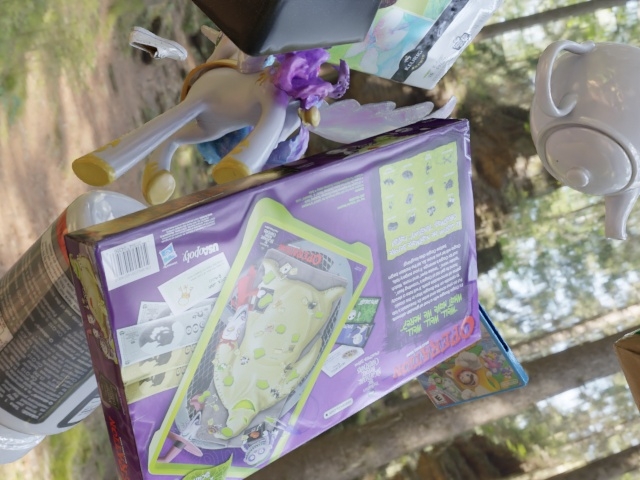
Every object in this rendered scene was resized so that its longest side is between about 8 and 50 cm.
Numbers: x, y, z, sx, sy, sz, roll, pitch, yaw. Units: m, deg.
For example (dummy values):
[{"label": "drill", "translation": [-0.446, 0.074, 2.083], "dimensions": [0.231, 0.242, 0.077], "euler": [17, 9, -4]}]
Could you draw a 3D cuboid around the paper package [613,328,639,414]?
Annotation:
[{"label": "paper package", "translation": [0.517, 0.242, 1.028], "dimensions": [0.325, 0.168, 0.309], "euler": [17, 51, -62]}]

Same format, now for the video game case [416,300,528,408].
[{"label": "video game case", "translation": [0.134, 0.106, 0.900], "dimensions": [0.119, 0.015, 0.166], "euler": [-25, -74, 37]}]

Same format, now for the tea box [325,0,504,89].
[{"label": "tea box", "translation": [0.122, -0.452, 1.304], "dimensions": [0.329, 0.324, 0.220], "euler": [-52, -128, 32]}]

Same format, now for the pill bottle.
[{"label": "pill bottle", "translation": [-0.342, 0.122, 1.081], "dimensions": [0.210, 0.363, 0.210], "euler": [42, 18, -17]}]

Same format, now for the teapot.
[{"label": "teapot", "translation": [0.413, -0.160, 1.232], "dimensions": [0.256, 0.187, 0.252], "euler": [32, -27, 8]}]

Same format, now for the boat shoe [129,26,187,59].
[{"label": "boat shoe", "translation": [-0.262, -0.308, 1.328], "dimensions": [0.035, 0.100, 0.035], "euler": [-19, -123, 48]}]

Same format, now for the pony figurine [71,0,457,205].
[{"label": "pony figurine", "translation": [-0.056, -0.170, 0.952], "dimensions": [0.363, 0.351, 0.302], "euler": [-63, 145, -37]}]

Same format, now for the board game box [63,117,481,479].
[{"label": "board game box", "translation": [-0.006, 0.043, 0.625], "dimensions": [0.056, 0.347, 0.208], "euler": [9, -66, 48]}]

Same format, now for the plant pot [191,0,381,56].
[{"label": "plant pot", "translation": [-0.029, -0.290, 0.712], "dimensions": [0.187, 0.188, 0.167], "euler": [46, -53, 14]}]
